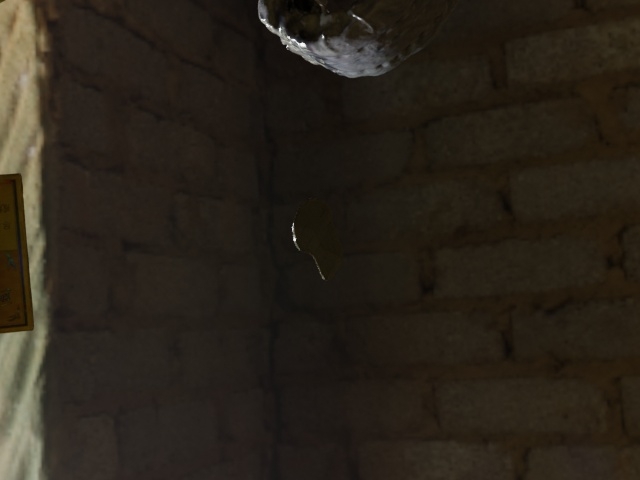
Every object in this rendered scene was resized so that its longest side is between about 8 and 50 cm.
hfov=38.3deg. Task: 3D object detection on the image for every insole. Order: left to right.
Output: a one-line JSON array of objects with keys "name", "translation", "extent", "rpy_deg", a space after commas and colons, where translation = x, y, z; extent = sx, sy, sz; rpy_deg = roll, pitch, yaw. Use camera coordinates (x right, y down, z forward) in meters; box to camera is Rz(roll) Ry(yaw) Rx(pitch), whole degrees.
[{"name": "insole", "translation": [0.000, 0.000, 2.047], "extent": [0.009, 0.119, 0.348], "rpy_deg": [27, 164, 24]}]

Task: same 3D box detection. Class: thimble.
[{"name": "thimble", "translation": [0.044, -0.320, 1.077], "extent": [0.217, 0.245, 0.157], "rpy_deg": [34, -171, 24]}]

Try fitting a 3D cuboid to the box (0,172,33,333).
[{"name": "box", "translation": [-0.652, 0.029, 1.737], "extent": [0.193, 0.301, 0.084], "rpy_deg": [-5, -179, -16]}]

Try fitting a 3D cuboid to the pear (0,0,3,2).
[{"name": "pear", "translation": [-0.265, -0.312, 0.561], "extent": [0.288, 0.375, 0.287], "rpy_deg": [-3, -152, 2]}]
